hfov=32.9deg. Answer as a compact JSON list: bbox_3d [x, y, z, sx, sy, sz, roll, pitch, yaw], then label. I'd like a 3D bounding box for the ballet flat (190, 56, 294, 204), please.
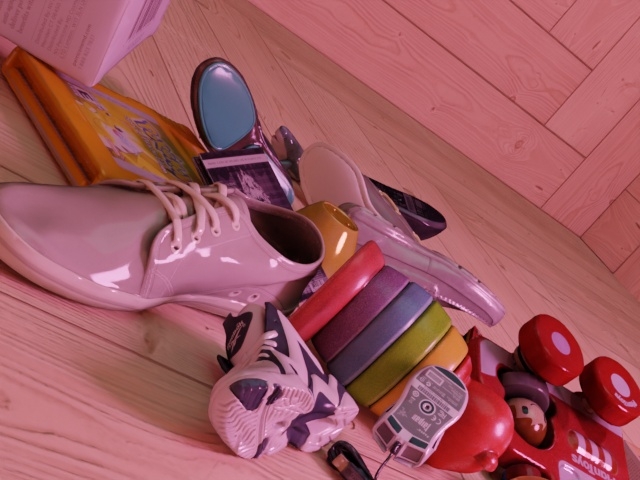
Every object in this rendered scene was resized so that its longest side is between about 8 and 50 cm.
[{"bbox_3d":[-0.130,-0.150,1.582,0.096,0.095,0.280,35,-25,51],"label":"ballet flat"}]

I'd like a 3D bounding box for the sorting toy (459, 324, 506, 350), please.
[{"bbox_3d":[0.254,0.189,1.683,0.274,0.046,0.132,32,25,-31],"label":"sorting toy"}]

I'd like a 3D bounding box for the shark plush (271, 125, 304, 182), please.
[{"bbox_3d":[-0.026,-0.135,1.934,0.161,0.067,0.073,38,15,-8],"label":"shark plush"}]

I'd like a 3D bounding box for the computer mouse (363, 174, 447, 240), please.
[{"bbox_3d":[0.111,-0.066,2.087,0.272,0.072,0.188,25,19,-8],"label":"computer mouse"}]

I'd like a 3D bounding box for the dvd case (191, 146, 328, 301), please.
[{"bbox_3d":[-0.073,-0.018,1.413,0.221,0.018,0.164,64,27,5],"label":"dvd case"}]

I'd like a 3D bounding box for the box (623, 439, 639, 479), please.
[{"bbox_3d":[0.505,0.405,1.629,0.130,0.091,0.170,31,17,-31],"label":"box"}]

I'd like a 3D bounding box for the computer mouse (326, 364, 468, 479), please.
[{"bbox_3d":[0.092,0.209,1.152,0.106,0.042,0.193,38,51,12],"label":"computer mouse"}]

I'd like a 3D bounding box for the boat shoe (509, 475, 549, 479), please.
[{"bbox_3d":[0.287,0.340,1.329,0.207,0.073,0.073,19,55,-26],"label":"boat shoe"}]

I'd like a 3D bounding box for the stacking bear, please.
[{"bbox_3d":[0.105,0.155,1.279,0.289,0.164,0.175,46,15,3],"label":"stacking bear"}]

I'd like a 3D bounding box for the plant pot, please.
[{"bbox_3d":[0.000,0.000,1.560,0.134,0.095,0.134,38,15,-12],"label":"plant pot"}]

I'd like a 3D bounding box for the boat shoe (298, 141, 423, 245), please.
[{"bbox_3d":[0.073,-0.041,1.841,0.305,0.109,0.091,53,18,21],"label":"boat shoe"}]

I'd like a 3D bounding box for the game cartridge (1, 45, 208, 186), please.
[{"bbox_3d":[-0.228,-0.107,1.404,0.324,0.052,0.285,20,25,-50],"label":"game cartridge"}]

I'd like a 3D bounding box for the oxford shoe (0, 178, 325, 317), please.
[{"bbox_3d":[-0.157,-0.009,1.134,0.449,0.130,0.169,13,35,-50],"label":"oxford shoe"}]

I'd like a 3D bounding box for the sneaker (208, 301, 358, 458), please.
[{"bbox_3d":[-0.067,0.124,1.053,0.153,0.094,0.235,46,16,26],"label":"sneaker"}]

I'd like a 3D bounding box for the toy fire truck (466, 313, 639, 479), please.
[{"bbox_3d":[0.316,0.266,1.483,0.302,0.169,0.254,33,35,-23],"label":"toy fire truck"}]

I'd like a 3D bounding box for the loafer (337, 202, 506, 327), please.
[{"bbox_3d":[0.141,0.057,1.690,0.319,0.111,0.112,30,1,-10],"label":"loafer"}]

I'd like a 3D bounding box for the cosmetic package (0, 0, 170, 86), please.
[{"bbox_3d":[-0.416,-0.407,1.383,0.453,0.161,0.230,31,32,-2],"label":"cosmetic package"}]
